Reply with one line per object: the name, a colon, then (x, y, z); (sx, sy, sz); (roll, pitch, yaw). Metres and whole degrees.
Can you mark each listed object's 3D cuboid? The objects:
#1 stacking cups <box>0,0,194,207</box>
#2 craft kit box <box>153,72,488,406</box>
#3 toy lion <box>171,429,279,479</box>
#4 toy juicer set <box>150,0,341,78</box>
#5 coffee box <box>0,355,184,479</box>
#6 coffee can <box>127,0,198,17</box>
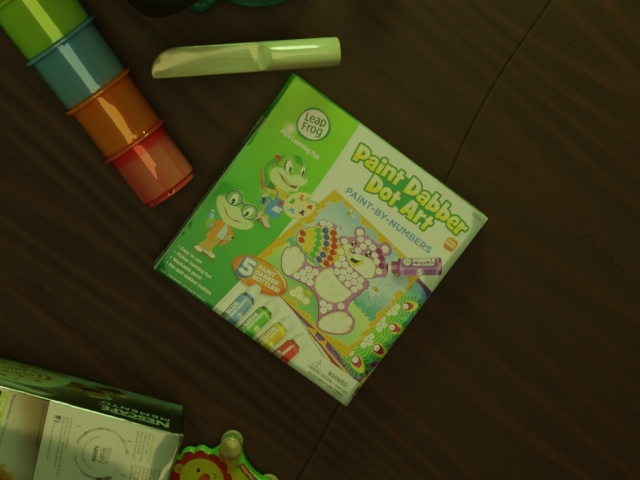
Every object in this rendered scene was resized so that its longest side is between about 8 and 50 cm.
stacking cups: (-0.235, -0.178, 1.874); (0.096, 0.096, 0.316); (-38, 100, 2)
craft kit box: (0.000, 0.000, 1.936); (0.250, 0.061, 0.246); (35, 92, -8)
toy lion: (-0.106, 0.253, 1.979); (0.096, 0.034, 0.100); (-38, 99, 9)
toy juicer set: (-0.029, -0.287, 1.873); (0.209, 0.089, 0.329); (16, 86, -9)
coffee box: (-0.268, 0.192, 1.902); (0.246, 0.141, 0.098); (16, 97, -5)
coffee can: (-0.198, -0.366, 1.744); (0.275, 0.201, 0.201); (40, 95, 18)
